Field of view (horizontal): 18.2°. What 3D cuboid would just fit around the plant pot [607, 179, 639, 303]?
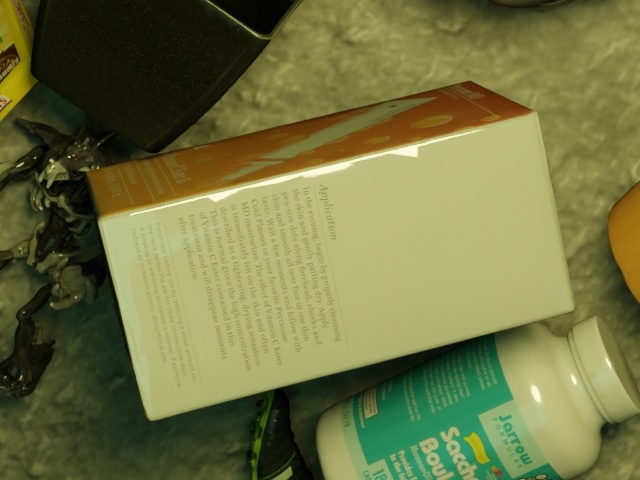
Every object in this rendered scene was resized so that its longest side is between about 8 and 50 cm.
[{"bbox_3d":[0.345,-0.019,1.624,0.188,0.205,0.205,-32,99,31],"label":"plant pot"}]

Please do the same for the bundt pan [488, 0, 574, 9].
[{"bbox_3d":[0.145,-0.327,1.555,0.331,0.124,0.331,9,113,21],"label":"bundt pan"}]

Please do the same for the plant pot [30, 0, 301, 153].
[{"bbox_3d":[-0.133,-0.186,1.654,0.187,0.188,0.167,33,119,-2],"label":"plant pot"}]

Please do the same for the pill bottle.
[{"bbox_3d":[0.139,0.160,1.719,0.264,0.146,0.146,-27,100,15],"label":"pill bottle"}]

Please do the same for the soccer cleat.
[{"bbox_3d":[-0.032,0.214,1.812,0.072,0.060,0.179,4,113,-2],"label":"soccer cleat"}]

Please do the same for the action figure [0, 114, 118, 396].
[{"bbox_3d":[-0.247,0.004,1.741,0.164,0.141,0.276,31,110,11],"label":"action figure"}]

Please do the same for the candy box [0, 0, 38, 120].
[{"bbox_3d":[-0.321,-0.112,1.740,0.206,0.105,0.027,-44,130,17],"label":"candy box"}]

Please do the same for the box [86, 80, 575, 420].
[{"bbox_3d":[0.000,0.000,1.612,0.345,0.215,0.168,-14,103,-7],"label":"box"}]
